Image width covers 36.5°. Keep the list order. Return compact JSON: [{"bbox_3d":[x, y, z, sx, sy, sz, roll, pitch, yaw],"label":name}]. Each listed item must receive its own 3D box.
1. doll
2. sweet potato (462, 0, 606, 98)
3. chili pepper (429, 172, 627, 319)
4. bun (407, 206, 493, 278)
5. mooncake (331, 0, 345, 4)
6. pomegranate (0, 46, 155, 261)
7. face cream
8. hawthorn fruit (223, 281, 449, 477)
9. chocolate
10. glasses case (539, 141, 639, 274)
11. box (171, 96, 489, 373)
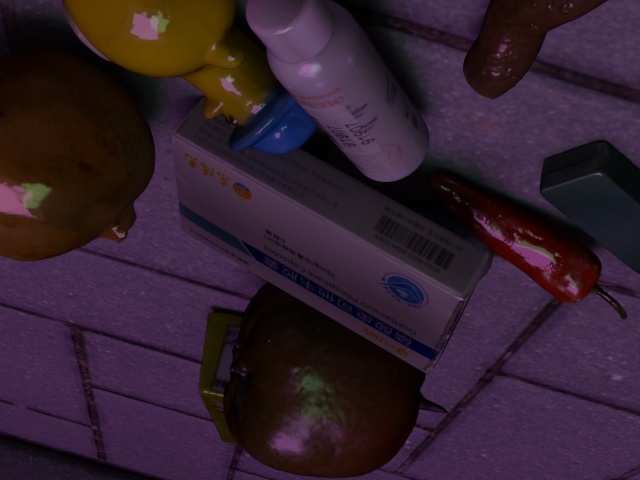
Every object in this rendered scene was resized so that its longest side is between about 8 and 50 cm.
[{"bbox_3d":[-0.116,-0.190,0.822,0.199,0.145,0.363,46,-178,36],"label":"doll"},{"bbox_3d":[0.189,-0.197,0.706,0.067,0.059,0.281,34,149,-9],"label":"sweet potato"},{"bbox_3d":[0.227,0.005,1.048,0.272,0.063,0.071,33,152,-7],"label":"chili pepper"},{"bbox_3d":[0.125,0.021,1.109,0.140,0.083,0.141,11,149,7],"label":"bun"},{"bbox_3d":[0.117,-0.180,0.710,0.150,0.057,0.346,32,170,-34],"label":"mooncake"},{"bbox_3d":[-0.284,-0.090,0.984,0.233,0.233,0.233,12,152,7],"label":"pomegranate"},{"bbox_3d":[0.018,-0.135,0.828,0.082,0.082,0.269,1,162,26],"label":"face cream"},{"bbox_3d":[0.026,0.187,1.294,0.300,0.268,0.268,17,152,-11],"label":"hawthorn fruit"},{"bbox_3d":[-0.036,0.254,1.556,0.300,0.137,0.289,10,151,10],"label":"chocolate"},{"bbox_3d":[0.304,-0.028,0.974,0.184,0.039,0.077,33,147,-29],"label":"glasses case"},{"bbox_3d":[0.000,0.000,1.052,0.343,0.065,0.200,29,152,11],"label":"box"}]
